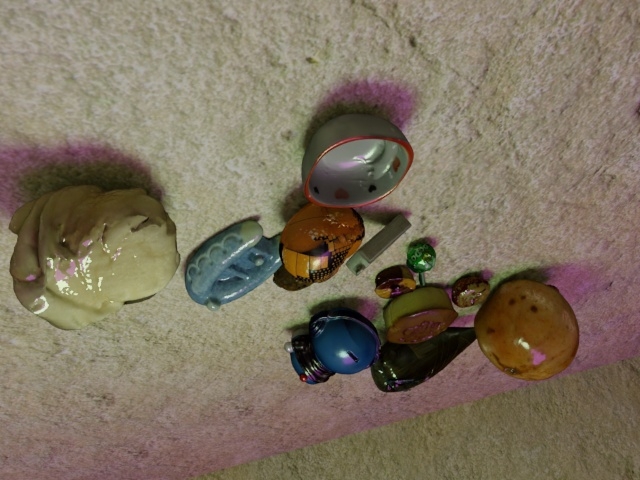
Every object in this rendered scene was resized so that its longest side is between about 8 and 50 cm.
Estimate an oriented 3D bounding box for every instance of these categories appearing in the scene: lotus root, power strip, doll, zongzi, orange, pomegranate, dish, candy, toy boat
[{"bbox_3d":[-0.054,0.072,1.687,0.209,0.120,0.120,-33,144,30],"label":"lotus root"},{"bbox_3d":[0.158,0.010,1.626,0.272,0.052,0.078,-37,171,-45],"label":"power strip"},{"bbox_3d":[0.051,0.361,2.072,0.309,0.240,0.284,-36,115,19],"label":"doll"},{"bbox_3d":[0.413,0.424,2.275,0.431,0.208,0.403,-23,172,16],"label":"zongzi"},{"bbox_3d":[0.000,0.000,1.508,0.234,0.182,0.234,-44,-177,3],"label":"orange"},{"bbox_3d":[0.778,0.311,2.236,0.409,0.410,0.410,-12,148,-7],"label":"pomegranate"},{"bbox_3d":[0.071,-0.189,1.340,0.256,0.117,0.256,-12,149,-7],"label":"dish"},{"bbox_3d":[0.329,0.093,1.952,0.097,0.097,0.323,-18,157,3],"label":"candy"},{"bbox_3d":[-0.230,0.084,1.626,0.329,0.123,0.215,-33,146,22],"label":"toy boat"}]

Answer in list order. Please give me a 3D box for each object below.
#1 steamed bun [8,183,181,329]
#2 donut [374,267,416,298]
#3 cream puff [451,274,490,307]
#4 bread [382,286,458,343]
[{"bbox_3d":[-0.487,0.020,1.292,0.372,0.230,0.325,-32,143,-34],"label":"steamed bun"},{"bbox_3d":[0.242,0.139,1.974,0.140,0.059,0.140,-6,149,-4],"label":"donut"},{"bbox_3d":[0.533,0.175,2.146,0.148,0.085,0.149,-14,146,-10],"label":"cream puff"},{"bbox_3d":[0.353,0.276,2.158,0.269,0.148,0.270,-12,148,-7],"label":"bread"}]
